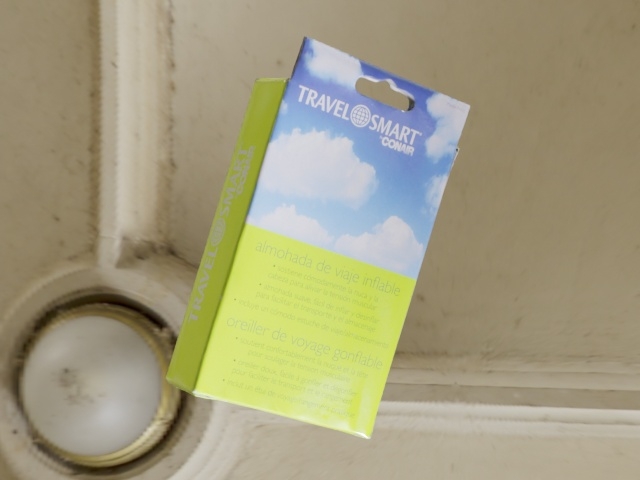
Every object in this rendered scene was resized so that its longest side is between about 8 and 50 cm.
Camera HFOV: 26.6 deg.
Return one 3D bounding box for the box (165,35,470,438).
[{"bbox_3d":[0.000,0.000,0.677,0.109,0.042,0.178,18,-93,-30],"label":"box"}]
